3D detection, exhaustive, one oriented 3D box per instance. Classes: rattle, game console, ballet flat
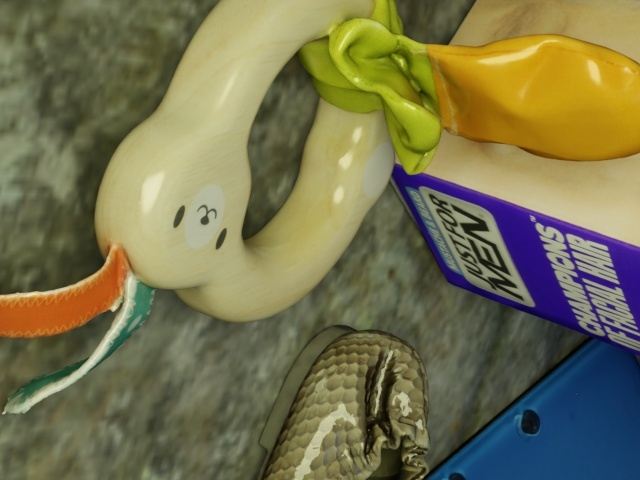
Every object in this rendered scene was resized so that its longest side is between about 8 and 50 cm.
[{"bbox_3d":[0.000,0.000,0.564,0.199,0.142,0.130,-41,157,-47],"label":"rattle"},{"bbox_3d":[0.076,0.227,0.909,0.293,0.173,0.250,-31,163,-44],"label":"game console"},{"bbox_3d":[-0.015,0.154,0.697,0.084,0.058,0.250,30,82,-57],"label":"ballet flat"}]

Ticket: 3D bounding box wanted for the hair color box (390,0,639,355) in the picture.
[{"bbox_3d":[0.214,-0.029,0.673,0.185,0.339,0.110,-58,145,-18],"label":"hair color box"}]
